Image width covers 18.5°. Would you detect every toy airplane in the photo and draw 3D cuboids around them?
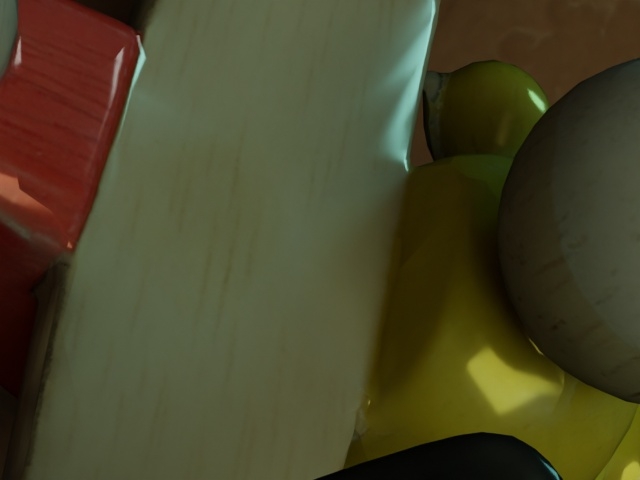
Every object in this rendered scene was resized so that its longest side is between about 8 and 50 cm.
[{"bbox_3d":[0.000,0.000,0.521,0.384,0.272,0.386,-18,92,-52],"label":"toy airplane"}]

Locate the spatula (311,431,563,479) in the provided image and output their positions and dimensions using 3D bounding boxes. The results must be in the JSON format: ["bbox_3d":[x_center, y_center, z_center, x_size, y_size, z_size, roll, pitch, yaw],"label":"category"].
[{"bbox_3d":[-0.088,0.088,0.367,0.030,0.296,0.084,17,55,-63],"label":"spatula"}]
